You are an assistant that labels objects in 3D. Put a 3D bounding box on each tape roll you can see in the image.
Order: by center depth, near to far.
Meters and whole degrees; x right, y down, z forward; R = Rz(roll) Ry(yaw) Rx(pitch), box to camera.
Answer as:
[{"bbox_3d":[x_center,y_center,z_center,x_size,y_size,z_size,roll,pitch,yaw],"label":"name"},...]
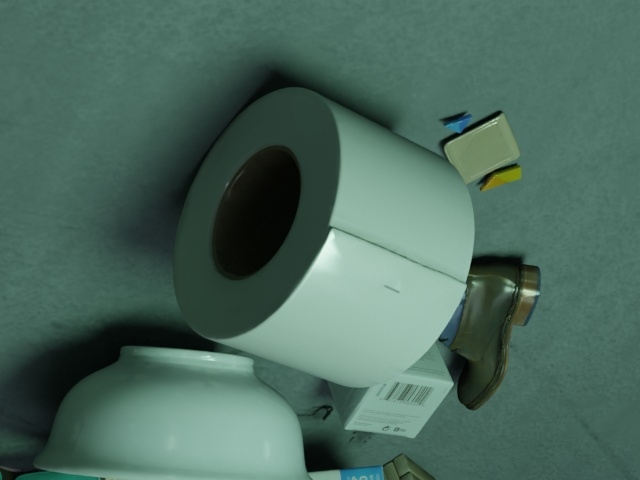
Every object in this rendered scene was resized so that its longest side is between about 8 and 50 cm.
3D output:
[{"bbox_3d":[0.000,0.000,1.226,0.169,0.246,0.246,23,120,-36],"label":"tape roll"}]

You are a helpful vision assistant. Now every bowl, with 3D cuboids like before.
[{"bbox_3d":[-0.147,0.183,1.381,0.298,0.134,0.298,4,172,1],"label":"bowl"}]

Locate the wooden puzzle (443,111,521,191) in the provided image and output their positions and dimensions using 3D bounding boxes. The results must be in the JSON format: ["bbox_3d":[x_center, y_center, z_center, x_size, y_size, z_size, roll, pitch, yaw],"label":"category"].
[{"bbox_3d":[0.168,-0.094,1.365,0.079,0.014,0.116,-26,136,-2],"label":"wooden puzzle"}]

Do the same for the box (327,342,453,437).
[{"bbox_3d":[0.078,0.161,1.517,0.101,0.087,0.102,12,127,-29],"label":"box"}]

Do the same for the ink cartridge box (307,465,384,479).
[{"bbox_3d":[-0.040,0.370,1.554,0.233,0.168,0.171,-4,161,-5],"label":"ink cartridge box"}]

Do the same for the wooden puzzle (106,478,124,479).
[{"bbox_3d":[-0.274,0.377,1.555,0.238,0.044,0.221,-45,135,-11],"label":"wooden puzzle"}]

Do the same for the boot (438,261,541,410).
[{"bbox_3d":[0.169,0.105,1.523,0.106,0.082,0.219,12,126,-9],"label":"boot"}]

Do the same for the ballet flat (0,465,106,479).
[{"bbox_3d":[-0.344,0.286,1.442,0.222,0.076,0.079,3,134,-7],"label":"ballet flat"}]

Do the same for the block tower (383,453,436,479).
[{"bbox_3d":[0.005,0.415,1.728,0.335,0.091,0.097,-35,133,13],"label":"block tower"}]
